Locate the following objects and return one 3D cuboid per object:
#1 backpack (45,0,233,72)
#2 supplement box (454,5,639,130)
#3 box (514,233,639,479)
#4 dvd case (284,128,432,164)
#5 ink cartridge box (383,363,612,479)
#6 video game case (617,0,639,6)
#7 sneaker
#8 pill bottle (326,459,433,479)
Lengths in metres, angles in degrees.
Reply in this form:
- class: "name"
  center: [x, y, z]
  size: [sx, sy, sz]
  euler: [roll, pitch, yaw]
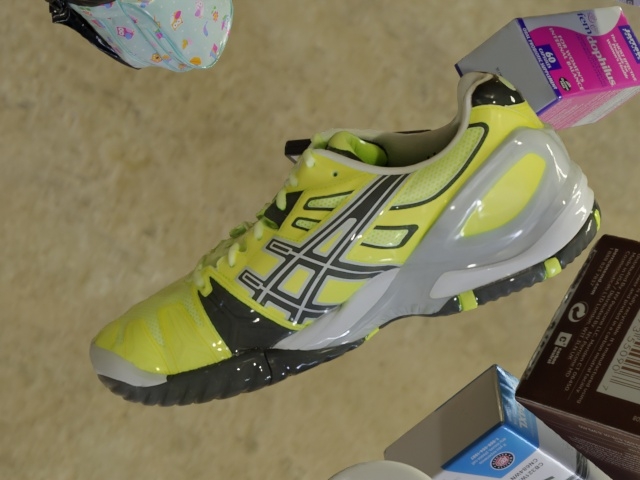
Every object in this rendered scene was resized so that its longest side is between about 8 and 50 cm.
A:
- class: "backpack"
  center: [-0.167, -0.236, 1.717]
  size: [0.115, 0.182, 0.152]
  euler: [14, 66, 33]
- class: "supplement box"
  center: [0.285, -0.201, 2.141]
  size: [0.220, 0.114, 0.111]
  euler: [-14, 74, -48]
- class: "box"
  center: [0.307, 0.125, 1.487]
  size: [0.203, 0.167, 0.168]
  euler: [40, 74, -35]
- class: "dvd case"
  center: [0.092, -0.063, 2.058]
  size: [0.253, 0.180, 0.022]
  euler: [39, 53, -56]
- class: "ink cartridge box"
  center: [0.182, 0.228, 1.641]
  size: [0.203, 0.148, 0.086]
  euler: [35, 28, -25]
- class: "video game case"
  center: [0.387, -0.300, 2.088]
  size: [0.166, 0.119, 0.015]
  euler: [18, 75, 15]
- class: "sneaker"
  center: [0.000, 0.000, 1.285]
  size: [0.145, 0.385, 0.147]
  euler: [-77, 142, -72]
- class: "pill bottle"
  center: [0.048, 0.239, 1.270]
  size: [0.108, 0.193, 0.108]
  euler: [-3, 62, 5]
